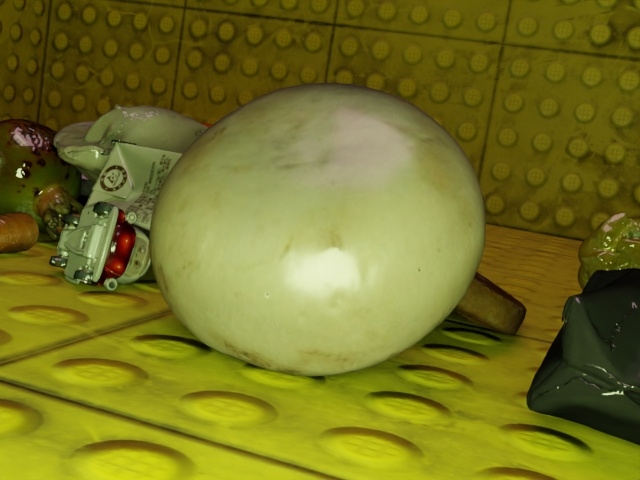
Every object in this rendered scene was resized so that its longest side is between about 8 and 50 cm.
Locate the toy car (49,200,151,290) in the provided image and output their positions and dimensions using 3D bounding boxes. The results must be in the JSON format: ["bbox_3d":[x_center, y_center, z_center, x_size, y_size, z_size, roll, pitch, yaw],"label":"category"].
[{"bbox_3d":[-0.284,0.013,1.141,0.112,0.112,0.139,22,-13,-42],"label":"toy car"}]

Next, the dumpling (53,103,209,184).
[{"bbox_3d":[-0.305,-0.141,1.418,0.205,0.163,0.293,-8,5,46],"label":"dumpling"}]

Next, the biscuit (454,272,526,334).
[{"bbox_3d":[0.152,0.036,1.224,0.314,0.063,0.367,33,6,13],"label":"biscuit"}]

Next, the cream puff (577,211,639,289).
[{"bbox_3d":[0.579,0.066,1.544,0.221,0.194,0.195,20,5,-14],"label":"cream puff"}]

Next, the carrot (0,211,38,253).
[{"bbox_3d":[-0.475,0.001,1.163,0.061,0.061,0.210,11,11,17],"label":"carrot"}]

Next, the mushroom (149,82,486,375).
[{"bbox_3d":[0.000,0.000,0.940,0.363,0.294,0.362,-6,43,6],"label":"mushroom"}]

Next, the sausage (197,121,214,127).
[{"bbox_3d":[-0.234,-0.107,1.613,0.287,0.233,0.233,11,7,24],"label":"sausage"}]

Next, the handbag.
[{"bbox_3d":[0.368,0.137,0.819,0.288,0.152,0.342,24,13,19],"label":"handbag"}]

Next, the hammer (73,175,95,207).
[{"bbox_3d":[-0.491,-0.120,1.952,0.243,0.095,0.409,6,5,-17],"label":"hammer"}]

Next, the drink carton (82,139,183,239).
[{"bbox_3d":[-0.149,-0.025,1.224,0.325,0.132,0.194,13,-17,27],"label":"drink carton"}]

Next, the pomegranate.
[{"bbox_3d":[-0.491,-0.087,1.403,0.198,0.198,0.246,5,44,-28],"label":"pomegranate"}]
